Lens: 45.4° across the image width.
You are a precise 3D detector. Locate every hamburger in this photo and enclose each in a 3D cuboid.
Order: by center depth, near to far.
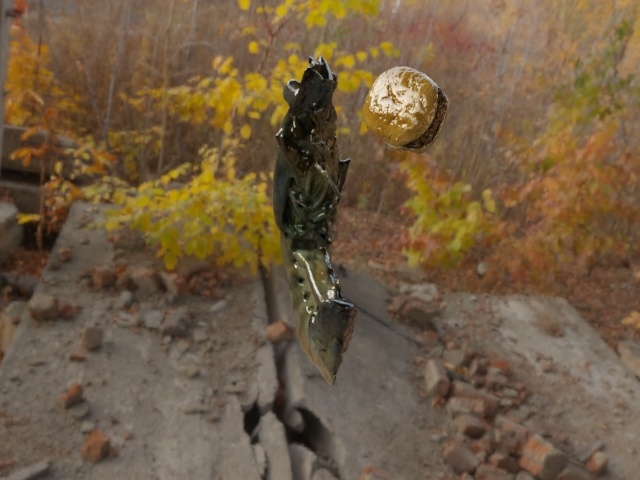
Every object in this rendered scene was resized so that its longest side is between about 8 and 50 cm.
[{"bbox_3d":[0.080,-0.124,0.724,0.083,0.076,0.044,29,3,42],"label":"hamburger"}]

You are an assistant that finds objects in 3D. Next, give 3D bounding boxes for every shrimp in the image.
[{"bbox_3d":[0.000,0.000,0.471,0.051,0.217,0.150,-5,46,-6],"label":"shrimp"}]
